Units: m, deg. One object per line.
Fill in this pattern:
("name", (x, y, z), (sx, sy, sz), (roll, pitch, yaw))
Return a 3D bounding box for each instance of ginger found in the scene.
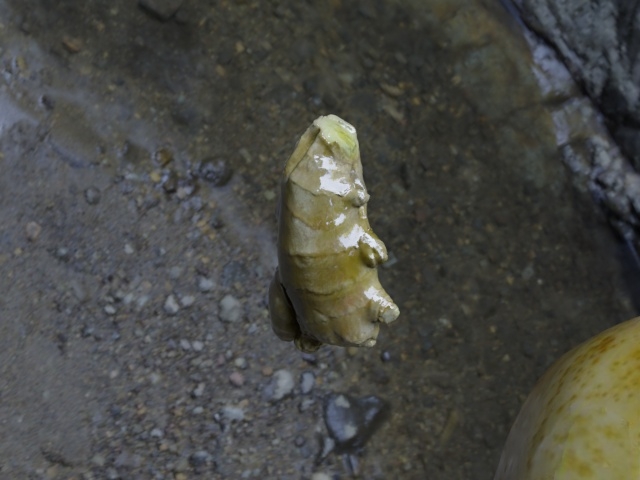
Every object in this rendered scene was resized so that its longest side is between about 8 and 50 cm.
("ginger", (0.007, 0.011, 0.731), (0.081, 0.206, 0.115), (-5, 32, -21))

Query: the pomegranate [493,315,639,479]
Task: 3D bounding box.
("pomegranate", (0.268, 0.234, 0.554), (0.416, 0.416, 0.417), (14, 63, -29))
